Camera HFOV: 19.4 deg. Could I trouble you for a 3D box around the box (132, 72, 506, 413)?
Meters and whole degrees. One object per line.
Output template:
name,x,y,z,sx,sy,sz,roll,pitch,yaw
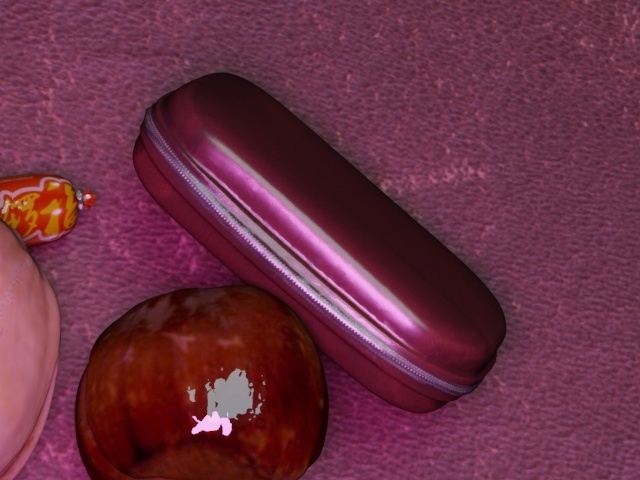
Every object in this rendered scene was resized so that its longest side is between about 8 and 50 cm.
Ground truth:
box,0.000,0.000,1.765,0.404,0.108,0.263,41,18,5

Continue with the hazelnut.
hazelnut,-0.102,0.147,1.655,0.234,0.218,0.218,-13,63,14

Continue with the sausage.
sausage,-0.335,-0.020,1.739,0.264,0.083,0.083,-10,67,-24

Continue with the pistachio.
pistachio,-0.318,0.096,1.625,0.182,0.162,0.293,3,78,-2
